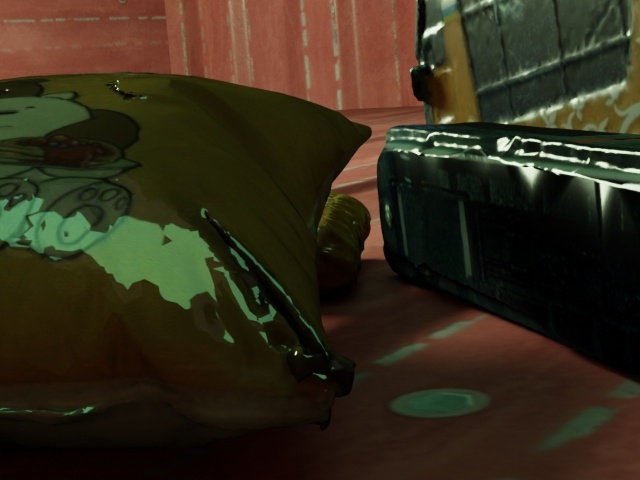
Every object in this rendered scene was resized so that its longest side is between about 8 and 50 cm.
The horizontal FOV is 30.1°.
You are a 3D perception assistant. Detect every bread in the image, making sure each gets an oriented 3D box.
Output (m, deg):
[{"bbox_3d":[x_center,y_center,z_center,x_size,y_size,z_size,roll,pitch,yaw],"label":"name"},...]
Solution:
[{"bbox_3d":[0.000,0.000,0.681,0.052,0.044,0.157,2,10,5],"label":"bread"}]

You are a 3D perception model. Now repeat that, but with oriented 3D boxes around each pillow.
[{"bbox_3d":[-0.136,0.002,0.467,0.310,0.119,0.312,-7,17,5],"label":"pillow"}]

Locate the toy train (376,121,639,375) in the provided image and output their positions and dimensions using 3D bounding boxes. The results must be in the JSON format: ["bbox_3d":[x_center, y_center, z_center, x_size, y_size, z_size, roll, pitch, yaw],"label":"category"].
[{"bbox_3d":[0.129,-0.002,0.492,0.089,0.086,0.409,-5,8,-17],"label":"toy train"}]

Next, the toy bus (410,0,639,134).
[{"bbox_3d":[0.204,-0.113,0.737,0.162,0.194,0.323,-6,-3,-29],"label":"toy bus"}]
